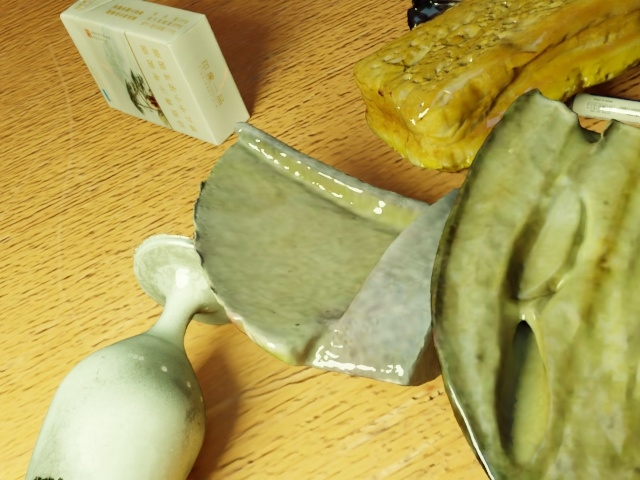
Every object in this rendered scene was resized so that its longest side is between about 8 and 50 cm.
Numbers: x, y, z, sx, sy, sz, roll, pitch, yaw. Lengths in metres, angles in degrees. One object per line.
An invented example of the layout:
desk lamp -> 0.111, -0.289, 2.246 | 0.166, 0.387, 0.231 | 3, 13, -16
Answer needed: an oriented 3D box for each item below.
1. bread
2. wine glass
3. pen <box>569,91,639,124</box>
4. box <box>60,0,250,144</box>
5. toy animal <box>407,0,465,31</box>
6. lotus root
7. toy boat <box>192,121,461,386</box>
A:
bread -> 0.222, -0.203, 0.839 | 0.380, 0.109, 0.185 | -31, 34, -7
wine glass -> -0.143, 0.117, 0.687 | 0.126, 0.126, 0.241 | -1, 44, 22
pen -> 0.336, -0.116, 0.791 | 0.204, 0.025, 0.025 | 16, 55, 35
box -> -0.206, -0.215, 1.036 | 0.233, 0.150, 0.067 | 23, 56, 38
toy animal -> 0.250, -0.334, 0.999 | 0.324, 0.090, 0.195 | -34, 49, -6
lotus root -> 0.181, 0.057, 0.576 | 0.210, 0.142, 0.314 | 13, 58, 14
toy boat -> 0.019, 0.016, 0.696 | 0.293, 0.111, 0.276 | 10, 37, 14
